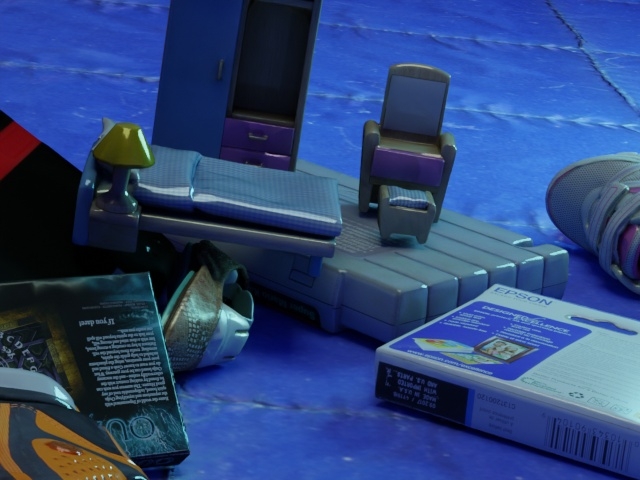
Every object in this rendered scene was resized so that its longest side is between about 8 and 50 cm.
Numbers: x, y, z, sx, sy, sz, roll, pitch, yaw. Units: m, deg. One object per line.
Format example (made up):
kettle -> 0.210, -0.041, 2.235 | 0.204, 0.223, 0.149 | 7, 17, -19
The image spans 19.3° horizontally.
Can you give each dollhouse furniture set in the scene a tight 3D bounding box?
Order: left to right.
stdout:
dollhouse furniture set -> -0.024, -0.100, 1.438 | 0.286, 0.198, 0.303 | 9, 16, -2

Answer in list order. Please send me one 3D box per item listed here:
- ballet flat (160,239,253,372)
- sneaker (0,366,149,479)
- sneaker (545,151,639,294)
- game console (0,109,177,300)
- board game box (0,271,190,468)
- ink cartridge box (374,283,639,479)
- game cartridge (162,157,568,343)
ballet flat -> -0.081, 0.052, 1.370 | 0.067, 0.073, 0.206 | 25, 20, -5
sneaker -> -0.222, 0.134, 0.939 | 0.321, 0.124, 0.180 | -6, 19, -35
sneaker -> 0.285, -0.011, 1.644 | 0.111, 0.103, 0.252 | -7, 20, -41
game console -> -0.273, -0.027, 1.341 | 0.342, 0.060, 0.386 | 38, 15, -6
board game box -> -0.180, 0.085, 1.146 | 0.186, 0.126, 0.026 | -3, -23, -28
ink cartridge box -> 0.174, 0.095, 1.349 | 0.206, 0.045, 0.208 | 15, 20, 26
game cartridge -> 0.000, 0.000, 1.584 | 0.355, 0.068, 0.230 | 21, 26, 40
